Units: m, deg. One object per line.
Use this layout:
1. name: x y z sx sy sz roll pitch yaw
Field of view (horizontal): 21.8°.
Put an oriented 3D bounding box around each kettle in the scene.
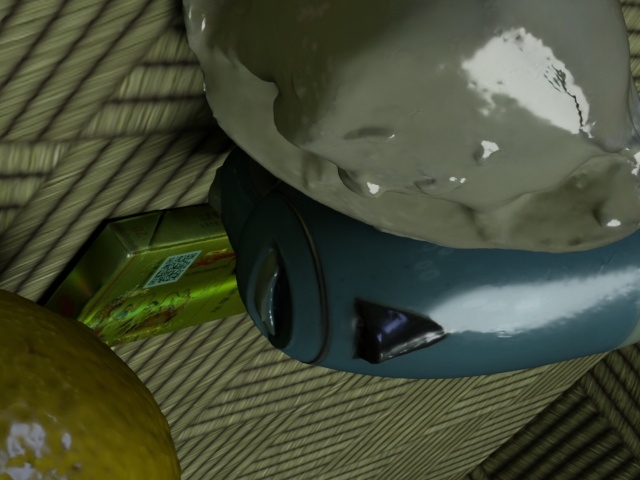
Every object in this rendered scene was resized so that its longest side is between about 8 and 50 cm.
1. kettle: 0.076 -0.015 1.424 0.342 0.319 0.247 -12 127 -22

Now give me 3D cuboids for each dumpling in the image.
1. dumpling: 0.061 -0.129 1.172 0.315 0.395 0.233 -25 -148 41

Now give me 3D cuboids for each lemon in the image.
1. lemon: -0.292 0.197 1.283 0.387 0.350 0.350 24 122 -42

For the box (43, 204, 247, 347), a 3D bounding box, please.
1. box: -0.132 0.030 1.612 0.311 0.043 0.173 -13 151 -52
